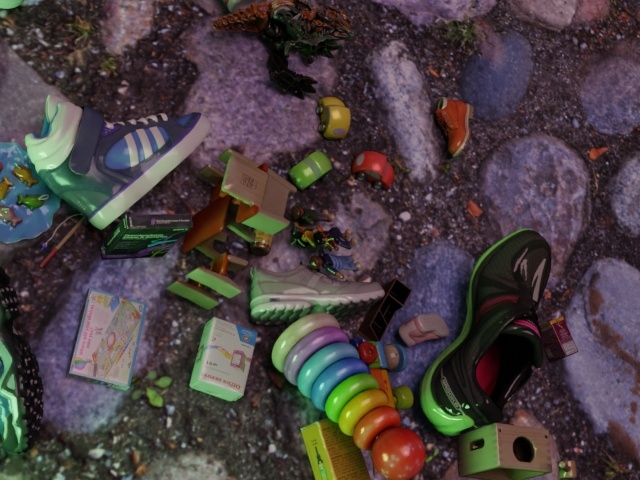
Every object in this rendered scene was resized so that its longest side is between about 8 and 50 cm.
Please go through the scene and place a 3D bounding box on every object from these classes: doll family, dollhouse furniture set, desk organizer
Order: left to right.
[{"bbox_3d":[-0.170,-0.048,1.622,0.135,0.259,0.261,27,56,-27],"label":"dollhouse furniture set"},{"bbox_3d":[0.000,0.000,1.779,0.111,0.076,0.193,8,24,-45],"label":"doll family"},{"bbox_3d":[0.127,0.139,1.825,0.047,0.050,0.130,38,56,-9],"label":"desk organizer"}]

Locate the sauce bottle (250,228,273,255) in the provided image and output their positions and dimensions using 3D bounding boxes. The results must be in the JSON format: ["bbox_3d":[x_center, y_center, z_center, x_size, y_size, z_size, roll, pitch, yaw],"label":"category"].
[{"bbox_3d":[-0.105,-0.034,1.782,0.042,0.042,0.128,20,58,-20],"label":"sauce bottle"}]

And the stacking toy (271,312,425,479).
[{"bbox_3d":[0.055,0.279,1.594,0.141,0.141,0.330,-16,49,-33],"label":"stacking toy"}]

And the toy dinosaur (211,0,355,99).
[{"bbox_3d":[-0.068,-0.428,1.939,0.322,0.164,0.218,-15,61,-14],"label":"toy dinosaur"}]

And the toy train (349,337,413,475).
[{"bbox_3d":[0.116,0.305,1.726,0.143,0.105,0.247,2,67,-42],"label":"toy train"}]

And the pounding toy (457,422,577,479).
[{"bbox_3d":[0.399,0.402,1.777,0.206,0.181,0.094,12,63,-24],"label":"pounding toy"}]

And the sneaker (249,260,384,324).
[{"bbox_3d":[-0.004,0.086,1.746,0.281,0.105,0.115,1,63,-31],"label":"sneaker"}]

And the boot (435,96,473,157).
[{"bbox_3d":[0.292,-0.256,2.087,0.085,0.059,0.157,22,52,-15],"label":"boot"}]

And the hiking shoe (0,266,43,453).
[{"bbox_3d":[-0.521,0.188,1.442,0.132,0.113,0.303,-16,82,-2],"label":"hiking shoe"}]

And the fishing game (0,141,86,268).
[{"bbox_3d":[-0.527,-0.087,1.578,0.264,0.041,0.189,42,55,-10],"label":"fishing game"}]

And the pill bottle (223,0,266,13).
[{"bbox_3d":[-0.183,-0.575,1.935,0.108,0.108,0.180,-24,82,-34],"label":"pill bottle"}]

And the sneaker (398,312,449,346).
[{"bbox_3d":[0.202,0.180,1.855,0.134,0.070,0.051,13,49,-56],"label":"sneaker"}]

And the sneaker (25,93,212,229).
[{"bbox_3d":[-0.364,-0.196,1.644,0.236,0.130,0.323,49,56,-11],"label":"sneaker"}]

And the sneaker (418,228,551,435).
[{"bbox_3d":[0.374,0.181,1.831,0.185,0.202,0.482,45,57,-26],"label":"sneaker"}]

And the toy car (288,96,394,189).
[{"bbox_3d":[0.029,-0.175,1.907,0.225,0.053,0.239,-36,88,-35],"label":"toy car"}]

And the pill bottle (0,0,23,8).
[{"bbox_3d":[-0.547,-0.508,1.644,0.121,0.216,0.121,11,65,-24],"label":"pill bottle"}]

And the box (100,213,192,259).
[{"bbox_3d":[-0.300,-0.006,1.590,0.116,0.162,0.029,-2,71,-29],"label":"box"}]

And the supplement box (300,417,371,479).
[{"bbox_3d":[0.042,0.428,1.637,0.080,0.078,0.233,-12,76,-32],"label":"supplement box"}]

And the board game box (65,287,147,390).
[{"bbox_3d":[-0.359,0.166,1.566,0.104,0.026,0.154,18,61,-21],"label":"board game box"}]

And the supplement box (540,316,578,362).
[{"bbox_3d":[0.507,0.213,1.995,0.043,0.055,0.083,-14,77,-32],"label":"supplement box"}]

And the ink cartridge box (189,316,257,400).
[{"bbox_3d":[-0.170,0.210,1.633,0.089,0.052,0.122,22,61,-19],"label":"ink cartridge box"}]
